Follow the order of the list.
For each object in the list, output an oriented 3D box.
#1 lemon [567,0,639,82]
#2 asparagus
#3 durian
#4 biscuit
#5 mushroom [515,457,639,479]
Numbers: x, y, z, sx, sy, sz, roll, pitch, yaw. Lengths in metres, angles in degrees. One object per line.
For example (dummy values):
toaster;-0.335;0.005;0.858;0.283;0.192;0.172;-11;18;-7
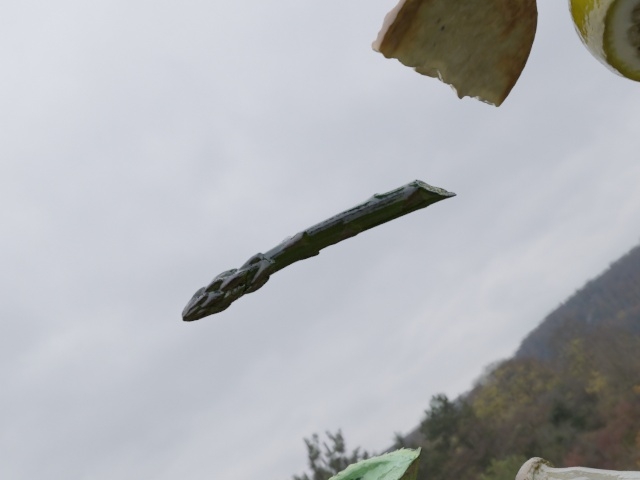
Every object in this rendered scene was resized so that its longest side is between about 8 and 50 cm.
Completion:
lemon;0.439;-0.339;1.021;0.240;0.219;0.240;1;-44;1
asparagus;0.000;0.001;0.588;0.236;0.034;0.027;-26;-56;-17
durian;0.021;0.292;0.833;0.215;0.086;0.100;-36;-22;-17
biscuit;0.214;-0.311;1.133;0.309;0.040;0.204;10;-63;-45
mushroom;0.261;0.222;0.662;0.209;0.084;0.071;-14;12;41
